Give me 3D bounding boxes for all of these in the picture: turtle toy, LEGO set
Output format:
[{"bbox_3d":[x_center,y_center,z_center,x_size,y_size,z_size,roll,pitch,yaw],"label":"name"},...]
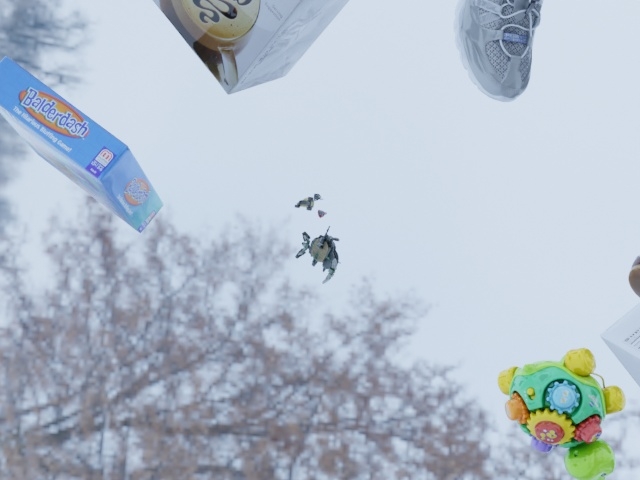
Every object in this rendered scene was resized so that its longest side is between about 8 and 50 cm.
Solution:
[{"bbox_3d":[0.213,0.155,0.969,0.095,0.130,0.066,-24,-155,40],"label":"turtle toy"},{"bbox_3d":[0.002,-0.002,1.032,0.054,0.023,0.083,1,-90,43],"label":"LEGO set"}]

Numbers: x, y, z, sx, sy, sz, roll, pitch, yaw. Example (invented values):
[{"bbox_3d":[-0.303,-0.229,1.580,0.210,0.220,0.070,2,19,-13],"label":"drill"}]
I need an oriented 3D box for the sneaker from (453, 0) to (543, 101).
[{"bbox_3d":[0.242,-0.319,1.426,0.115,0.105,0.281,5,-83,60],"label":"sneaker"}]

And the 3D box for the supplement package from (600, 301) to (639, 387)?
[{"bbox_3d":[0.571,0.177,1.636,0.175,0.177,0.293,-40,-172,0],"label":"supplement package"}]

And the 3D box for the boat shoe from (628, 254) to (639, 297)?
[{"bbox_3d":[0.569,0.076,1.846,0.073,0.207,0.073,2,-121,39],"label":"boat shoe"}]

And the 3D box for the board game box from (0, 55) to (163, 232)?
[{"bbox_3d":[-0.255,-0.095,1.176,0.047,0.160,0.210,-52,171,-10],"label":"board game box"}]

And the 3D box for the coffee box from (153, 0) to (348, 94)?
[{"bbox_3d":[-0.115,-0.332,1.218,0.297,0.119,0.168,52,-52,8],"label":"coffee box"}]
